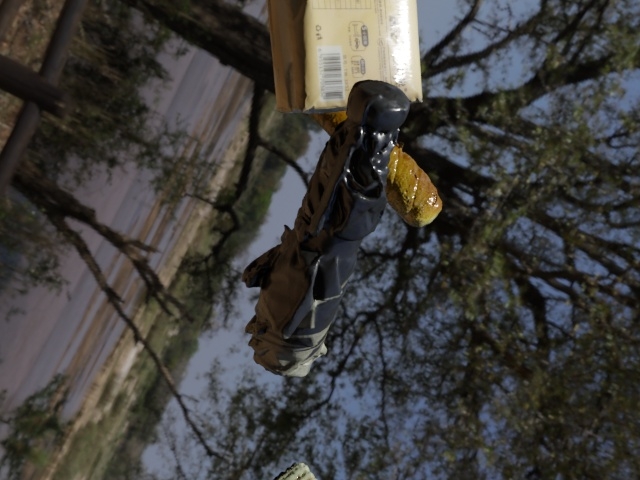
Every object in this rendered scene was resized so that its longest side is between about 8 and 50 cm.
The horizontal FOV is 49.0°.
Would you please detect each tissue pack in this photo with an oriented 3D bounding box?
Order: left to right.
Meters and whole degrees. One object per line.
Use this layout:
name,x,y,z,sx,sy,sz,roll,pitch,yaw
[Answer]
tissue pack,0.029,-0.269,0.858,0.090,0.186,0.222,8,-73,62

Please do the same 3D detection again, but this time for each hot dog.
hot dog,0.084,-0.139,1.124,0.088,0.286,0.061,-46,177,-16

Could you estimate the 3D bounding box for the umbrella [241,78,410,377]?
umbrella,-0.005,-0.003,0.737,0.113,0.106,0.357,49,-47,34

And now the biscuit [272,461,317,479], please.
biscuit,-0.065,0.388,0.976,0.147,0.046,0.250,-35,156,-16
